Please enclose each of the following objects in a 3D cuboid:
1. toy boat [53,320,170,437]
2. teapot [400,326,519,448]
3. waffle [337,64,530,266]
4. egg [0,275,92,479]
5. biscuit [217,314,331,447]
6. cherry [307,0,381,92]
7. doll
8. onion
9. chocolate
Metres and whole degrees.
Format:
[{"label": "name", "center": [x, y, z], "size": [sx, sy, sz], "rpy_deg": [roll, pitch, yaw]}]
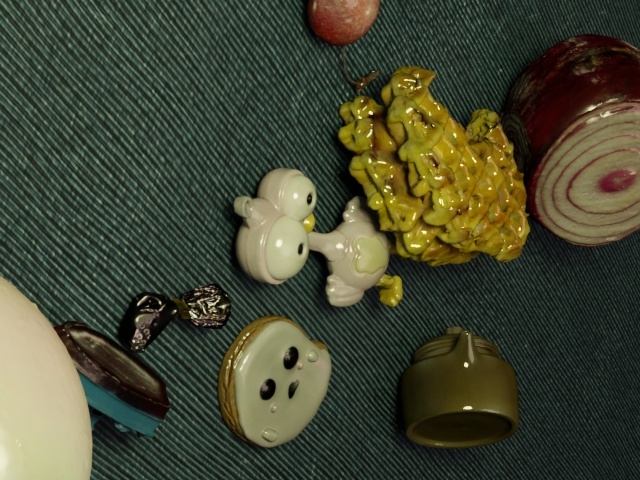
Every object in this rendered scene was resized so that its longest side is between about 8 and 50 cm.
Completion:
[{"label": "toy boat", "center": [-0.272, 0.167, 1.574], "size": [0.097, 0.100, 0.223], "rpy_deg": [-38, 134, 12]}, {"label": "teapot", "center": [0.218, 0.227, 2.129], "size": [0.267, 0.186, 0.175], "rpy_deg": [96, -5, -62]}, {"label": "waffle", "center": [0.173, -0.097, 1.912], "size": [0.324, 0.151, 0.261], "rpy_deg": [19, 52, -49]}, {"label": "egg", "center": [-0.368, 0.191, 1.258], "size": [0.354, 0.340, 0.354], "rpy_deg": [-23, 121, -45]}, {"label": "biscuit", "center": [-0.060, 0.200, 1.867], "size": [0.181, 0.049, 0.208], "rpy_deg": [-62, 142, -16]}, {"label": "cherry", "center": [0.043, -0.293, 1.798], "size": [0.107, 0.090, 0.225], "rpy_deg": [-65, 156, -17]}, {"label": "doll", "center": [-0.001, 0.000, 1.833], "size": [0.365, 0.094, 0.160], "rpy_deg": [21, 83, -52]}, {"label": "onion", "center": [0.417, -0.174, 2.155], "size": [0.282, 0.260, 0.336], "rpy_deg": [-17, 135, -3]}, {"label": "chocolate", "center": [-0.182, 0.091, 1.671], "size": [0.147, 0.070, 0.072], "rpy_deg": [-13, 85, -48]}]
